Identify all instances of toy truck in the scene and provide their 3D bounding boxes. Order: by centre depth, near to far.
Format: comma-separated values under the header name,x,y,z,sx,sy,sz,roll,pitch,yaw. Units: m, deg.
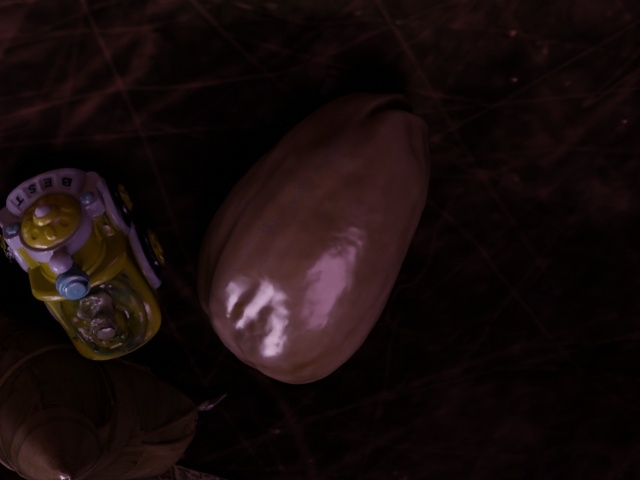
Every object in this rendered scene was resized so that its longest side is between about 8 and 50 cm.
name,x,y,z,sx,sy,sz,roll,pitch,yaw
toy truck,-0.130,0.016,1.025,0.076,0.077,0.111,-22,137,7

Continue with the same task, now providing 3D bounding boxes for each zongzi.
name,x,y,z,sx,sy,sz,roll,pitch,yaw
zongzi,-0.109,0.120,1.073,0.189,0.178,0.081,24,96,-36

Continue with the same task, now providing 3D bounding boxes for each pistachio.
name,x,y,z,sx,sy,sz,roll,pitch,yaw
pistachio,0.000,0.000,1.032,0.126,0.108,0.185,-6,134,-46

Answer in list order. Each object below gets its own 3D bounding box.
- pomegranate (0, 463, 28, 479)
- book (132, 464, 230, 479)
name,x,y,z,sx,sy,sz,roll,pitch,yaw
pomegranate,-0.202,0.176,1.126,0.129,0.129,0.159,-37,94,21
book,-0.117,0.230,1.291,0.264,0.027,0.202,22,126,-34
